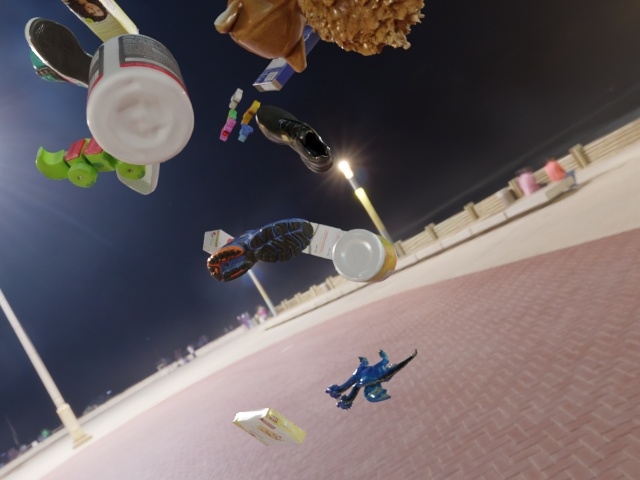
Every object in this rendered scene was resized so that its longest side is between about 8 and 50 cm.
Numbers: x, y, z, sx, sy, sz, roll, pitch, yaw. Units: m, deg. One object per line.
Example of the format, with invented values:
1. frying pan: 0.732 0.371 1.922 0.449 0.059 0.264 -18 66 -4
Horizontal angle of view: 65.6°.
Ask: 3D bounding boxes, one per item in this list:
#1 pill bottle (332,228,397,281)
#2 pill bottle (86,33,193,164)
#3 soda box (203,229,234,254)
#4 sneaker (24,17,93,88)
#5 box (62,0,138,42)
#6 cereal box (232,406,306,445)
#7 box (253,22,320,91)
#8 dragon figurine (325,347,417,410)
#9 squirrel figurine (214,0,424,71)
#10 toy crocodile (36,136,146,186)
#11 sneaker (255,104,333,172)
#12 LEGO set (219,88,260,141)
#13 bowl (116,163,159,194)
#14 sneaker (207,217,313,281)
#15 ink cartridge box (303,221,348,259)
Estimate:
1. pill bottle: 0.134 0.048 1.366 0.136 0.136 0.245 -32 -15 15
2. pill bottle: -0.353 -0.293 0.963 0.176 0.318 0.176 -12 -51 -15
3. soda box: -0.341 0.034 1.854 0.069 0.074 0.216 -8 -24 26
4. sneaker: -0.692 -0.489 1.289 0.295 0.178 0.124 39 -112 -76
5. box: -0.583 -0.602 1.322 0.087 0.058 0.232 -13 -15 10
6. cereal box: -0.183 0.662 1.757 0.240 0.173 0.047 -30 25 48
7. box: -0.083 -0.504 1.360 0.225 0.036 0.136 -55 31 -6
8. dragon figurine: 0.146 0.379 1.344 0.289 0.085 0.144 -22 24 37
9. squirrel figurine: -0.009 -0.445 0.772 0.281 0.397 0.370 14 -61 -46
10. toy crocodile: -0.520 -0.213 1.214 0.340 0.115 0.105 -7 -37 10
11. sneaker: -0.074 -0.327 1.512 0.109 0.286 0.130 -55 -2 -8
12. LEGO set: -0.249 -0.411 1.609 0.093 0.087 0.227 -43 32 40
13. bowl: -0.508 -0.215 1.402 0.053 0.142 0.142 -32 -36 -55
14. sneaker: -0.119 0.004 0.984 0.221 0.083 0.087 -18 25 9
15. ink cartridge box: 0.000 0.000 1.635 0.180 0.104 0.060 13 -2 38
